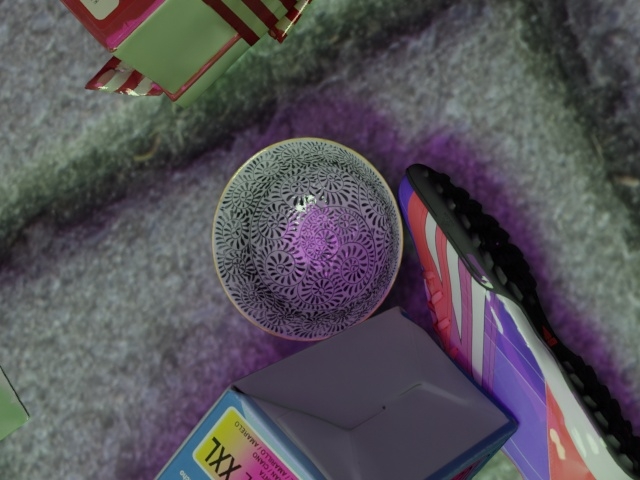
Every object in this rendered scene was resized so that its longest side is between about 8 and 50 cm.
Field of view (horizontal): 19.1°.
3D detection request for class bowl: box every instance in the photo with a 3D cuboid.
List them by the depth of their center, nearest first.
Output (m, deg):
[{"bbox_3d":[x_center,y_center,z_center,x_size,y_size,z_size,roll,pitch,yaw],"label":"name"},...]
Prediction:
[{"bbox_3d":[0.000,0.000,1.616,0.170,0.080,0.170,-1,88,19],"label":"bowl"}]

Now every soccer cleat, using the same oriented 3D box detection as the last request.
[{"bbox_3d":[0.137,0.085,1.559,0.116,0.108,0.318,-36,81,19],"label":"soccer cleat"}]

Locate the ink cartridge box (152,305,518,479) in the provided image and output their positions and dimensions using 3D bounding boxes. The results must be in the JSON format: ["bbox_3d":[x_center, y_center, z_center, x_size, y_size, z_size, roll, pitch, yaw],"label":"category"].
[{"bbox_3d":[-0.059,0.256,1.503,0.151,0.270,0.395,48,120,13],"label":"ink cartridge box"}]

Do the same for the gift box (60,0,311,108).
[{"bbox_3d":[-0.148,-0.271,1.575,0.276,0.258,0.255,-39,78,6],"label":"gift box"}]

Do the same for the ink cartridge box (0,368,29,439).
[{"bbox_3d":[-0.409,0.163,1.766,0.235,0.056,0.171,-36,78,17],"label":"ink cartridge box"}]
